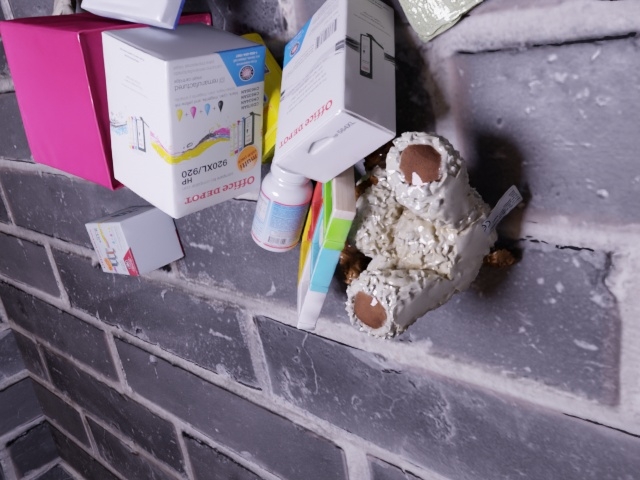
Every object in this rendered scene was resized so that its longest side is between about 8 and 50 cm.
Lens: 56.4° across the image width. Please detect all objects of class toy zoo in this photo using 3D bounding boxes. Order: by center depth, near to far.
[{"bbox_3d":[0.000,0.000,0.906,0.030,0.192,0.293,9,134,-8],"label":"toy zoo"}]

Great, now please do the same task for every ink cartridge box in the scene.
[{"bbox_3d":[0.018,-0.196,0.763,0.148,0.086,0.203,-29,51,49],"label":"ink cartridge box"},{"bbox_3d":[-0.200,-0.185,0.897,0.168,0.171,0.232,31,130,34],"label":"ink cartridge box"},{"bbox_3d":[-0.426,-0.002,1.366,0.176,0.127,0.128,0,112,46],"label":"ink cartridge box"}]

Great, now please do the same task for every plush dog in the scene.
[{"bbox_3d":[0.116,-0.023,0.801,0.225,0.211,0.262,37,117,50],"label":"plush dog"}]

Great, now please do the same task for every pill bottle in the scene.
[{"bbox_3d":[-0.061,-0.064,0.993,0.087,0.087,0.160,39,134,24],"label":"pill bottle"}]

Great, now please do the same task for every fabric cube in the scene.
[{"bbox_3d":[-0.355,-0.265,1.056,0.258,0.259,0.253,17,122,37],"label":"fabric cube"}]

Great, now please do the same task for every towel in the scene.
[{"bbox_3d":[0.126,-0.323,0.710,0.110,0.027,0.148,-29,90,48],"label":"towel"}]

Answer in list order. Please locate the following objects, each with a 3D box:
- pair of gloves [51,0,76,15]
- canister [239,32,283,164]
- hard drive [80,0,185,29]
[{"bbox_3d":[-0.470,-0.513,1.141,0.240,0.042,0.204,-24,67,47],"label":"pair of gloves"},{"bbox_3d":[-0.096,-0.225,0.954,0.169,0.073,0.126,58,139,6],"label":"canister"},{"bbox_3d":[-0.233,-0.476,0.864,0.210,0.040,0.318,23,96,36],"label":"hard drive"}]
